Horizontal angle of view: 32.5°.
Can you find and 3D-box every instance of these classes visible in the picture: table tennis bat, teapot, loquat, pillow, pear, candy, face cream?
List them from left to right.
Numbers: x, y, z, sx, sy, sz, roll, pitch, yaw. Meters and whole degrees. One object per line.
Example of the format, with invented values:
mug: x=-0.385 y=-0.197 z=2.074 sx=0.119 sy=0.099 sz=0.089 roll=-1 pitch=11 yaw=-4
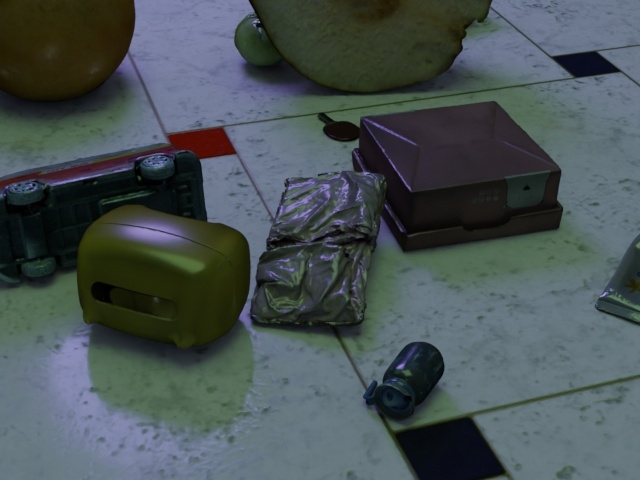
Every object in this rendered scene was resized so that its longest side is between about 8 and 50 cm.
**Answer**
loquat: x=-0.402 y=-0.330 z=1.628 sx=0.263 sy=0.263 sz=0.263 roll=1 pitch=34 yaw=-1
candy: x=-0.049 y=-0.367 z=1.840 sx=0.093 sy=0.092 sz=0.335 roll=-25 pitch=13 yaw=30
pillow: x=0.000 y=0.000 z=1.269 sx=0.135 sy=0.049 sz=0.248 roll=-1 pitch=41 yaw=15
table tennis bat: x=0.024 y=-0.164 z=1.584 sx=0.050 sy=0.007 sz=0.083 roll=-21 pitch=42 yaw=-28
pear: x=0.055 y=-0.415 z=1.675 sx=0.387 sy=0.340 sz=0.191 roll=28 pitch=18 yaw=-18
teapot: x=0.083 y=0.136 z=1.099 sx=0.064 sy=0.049 sz=0.083 roll=19 pitch=38 yaw=25
face cream: x=0.415 y=0.024 z=1.278 sx=0.114 sy=0.070 sz=0.224 roll=20 pitch=47 yaw=26

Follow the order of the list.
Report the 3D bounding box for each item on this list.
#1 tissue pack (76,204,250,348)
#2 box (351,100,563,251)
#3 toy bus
tissue pack: x=-0.171 y=0.040 z=1.168 sx=0.178 sy=0.123 sz=0.127 roll=13 pitch=32 yaw=15
box: x=0.172 y=-0.089 z=1.406 sx=0.215 sy=0.086 sz=0.215 roll=-9 pitch=36 yaw=-13
toy bus: x=-0.275 y=-0.039 z=1.299 sx=0.265 sy=0.121 sz=0.120 roll=-14 pitch=28 yaw=-21
